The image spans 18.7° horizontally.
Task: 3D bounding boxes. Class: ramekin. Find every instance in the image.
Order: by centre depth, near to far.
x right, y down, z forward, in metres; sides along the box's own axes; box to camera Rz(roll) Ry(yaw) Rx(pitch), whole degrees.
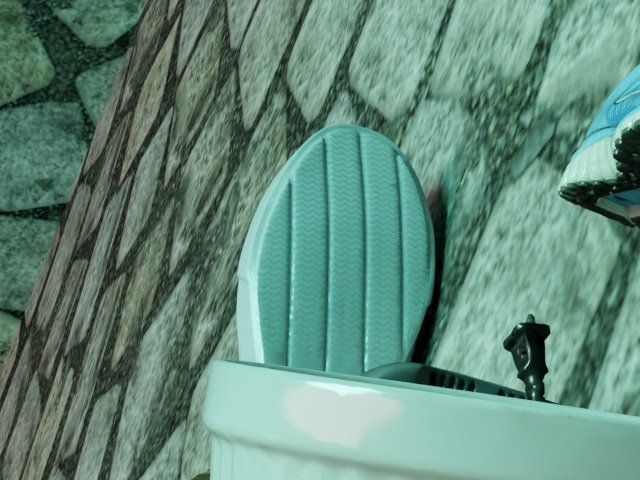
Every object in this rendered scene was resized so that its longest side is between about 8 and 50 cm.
[{"bbox_3d":[0.062,0.102,0.580,0.207,0.207,0.109,177,101,-75],"label":"ramekin"}]

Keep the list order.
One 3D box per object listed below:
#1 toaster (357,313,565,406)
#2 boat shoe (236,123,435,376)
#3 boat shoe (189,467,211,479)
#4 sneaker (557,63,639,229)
[{"bbox_3d":[0.032,0.150,0.776,0.146,0.129,0.227,131,152,-63],"label":"toaster"},{"bbox_3d":[-0.008,0.082,1.063,0.094,0.109,0.302,131,151,-62],"label":"boat shoe"},{"bbox_3d":[-0.088,0.198,1.237,0.257,0.095,0.095,125,159,-48],"label":"boat shoe"},{"bbox_3d":[0.142,-0.055,0.751,0.162,0.063,0.073,152,138,-70],"label":"sneaker"}]
